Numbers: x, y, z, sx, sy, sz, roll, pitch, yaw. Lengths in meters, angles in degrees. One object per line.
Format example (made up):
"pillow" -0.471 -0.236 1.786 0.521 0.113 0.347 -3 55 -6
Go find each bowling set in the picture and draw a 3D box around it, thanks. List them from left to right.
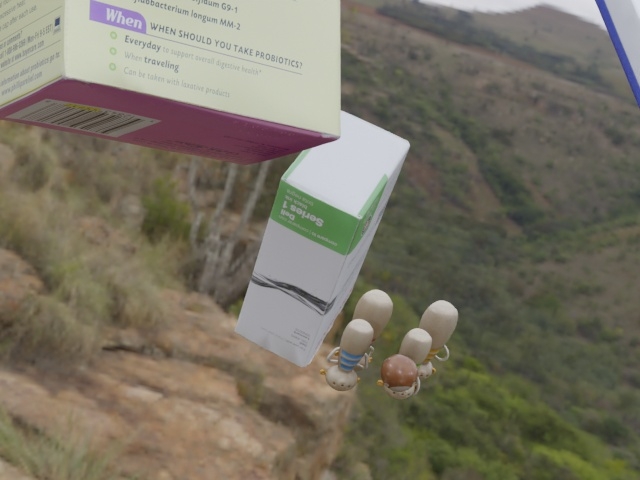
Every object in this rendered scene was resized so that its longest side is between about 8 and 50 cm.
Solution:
"bowling set" 0.074 0.182 1.609 0.287 0.154 0.200 13 33 -10

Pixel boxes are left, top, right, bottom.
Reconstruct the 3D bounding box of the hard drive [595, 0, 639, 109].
"hard drive" 0.301 -0.189 0.900 0.210 0.319 0.040 -6 -17 -46

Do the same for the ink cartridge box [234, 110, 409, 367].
"ink cartridge box" 0.000 0.000 1.124 0.092 0.219 0.160 26 39 7

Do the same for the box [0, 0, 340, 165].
"box" -0.102 -0.192 0.728 0.213 0.243 0.117 7 -10 -40
